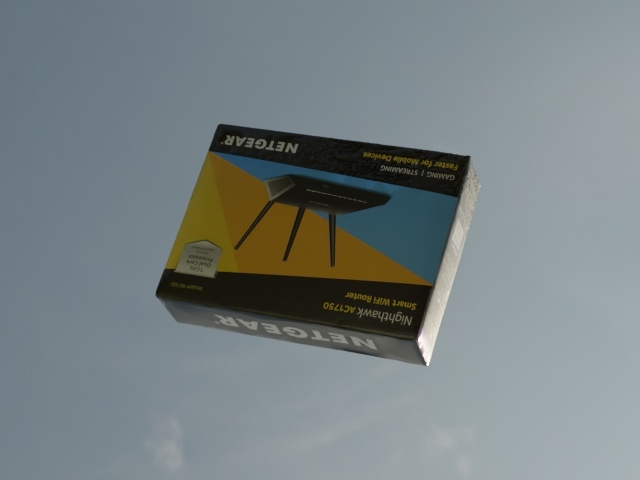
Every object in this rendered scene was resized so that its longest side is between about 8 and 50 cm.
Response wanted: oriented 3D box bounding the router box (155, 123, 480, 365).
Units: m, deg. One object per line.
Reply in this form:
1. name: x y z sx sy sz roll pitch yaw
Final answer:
1. router box: 0.000 0.000 1.095 0.179 0.046 0.133 8 -115 21
